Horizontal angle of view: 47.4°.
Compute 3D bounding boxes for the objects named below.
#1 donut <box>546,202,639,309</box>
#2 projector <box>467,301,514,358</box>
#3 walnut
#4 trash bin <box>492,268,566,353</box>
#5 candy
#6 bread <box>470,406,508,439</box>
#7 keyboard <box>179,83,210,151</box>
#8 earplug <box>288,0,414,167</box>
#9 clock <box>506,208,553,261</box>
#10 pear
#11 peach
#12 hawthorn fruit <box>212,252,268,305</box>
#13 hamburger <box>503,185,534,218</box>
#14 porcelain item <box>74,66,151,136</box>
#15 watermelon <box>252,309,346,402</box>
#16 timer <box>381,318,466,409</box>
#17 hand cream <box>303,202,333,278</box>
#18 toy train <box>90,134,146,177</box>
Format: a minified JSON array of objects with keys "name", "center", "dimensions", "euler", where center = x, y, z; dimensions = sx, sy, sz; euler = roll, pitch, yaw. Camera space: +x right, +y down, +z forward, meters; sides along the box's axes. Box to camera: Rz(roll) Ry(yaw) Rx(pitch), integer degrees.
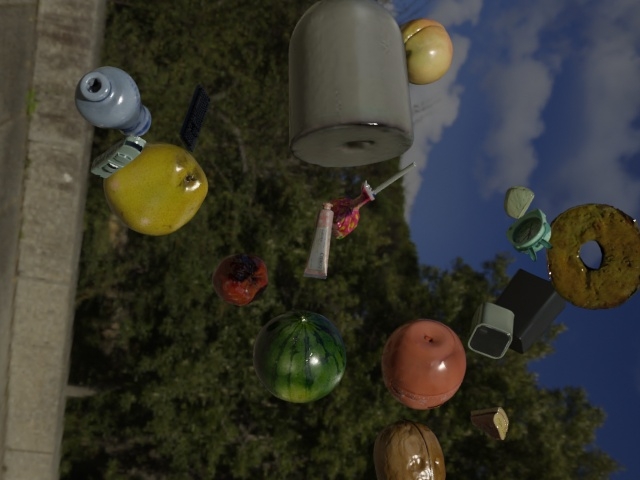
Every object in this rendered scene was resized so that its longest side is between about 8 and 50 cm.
[{"name":"donut","center":[0.701,0.033,1.855],"dimensions":[0.107,0.271,0.272],"euler":[-20,125,-64]},{"name":"projector","center":[0.378,0.199,1.615],"dimensions":[0.082,0.083,0.083],"euler":[-63,172,-54]},{"name":"walnut","center":[0.210,0.526,1.723],"dimensions":[0.167,0.167,0.207],"euler":[131,-48,-71]},{"name":"trash bin","center":[0.629,0.224,2.269],"dimensions":[0.225,0.165,0.115],"euler":[-45,137,-21]},{"name":"candy","center":[0.148,-0.134,2.226],"dimensions":[0.365,0.124,0.124],"euler":[-34,-141,32]},{"name":"bread","center":[0.604,0.637,2.546],"dimensions":[0.067,0.119,0.192],"euler":[-38,180,-22]},{"name":"keyboard","center":[-0.406,-0.398,2.368],"dimensions":[0.094,0.025,0.230],"euler":[61,33,-51]},{"name":"earplug","center":[0.070,-0.417,1.841],"dimensions":[0.312,0.312,0.394],"euler":[136,-47,-73]},{"name":"clock","center":[0.495,-0.010,1.709],"dimensions":[0.101,0.041,0.135],"euler":[-39,-154,21]},{"name":"pear","center":[-0.473,-0.153,2.082],"dimensions":[0.336,0.284,0.285],"euler":[166,-67,-72]},{"name":"peach","center":[0.280,-0.522,2.012],"dimensions":[0.184,0.184,0.184],"euler":[-171,-90,-79]},{"name":"hawthorn fruit","center":[-0.279,0.136,2.470],"dimensions":[0.202,0.185,0.185],"euler":[-23,-124,53]},{"name":"hamburger","center":[0.662,-0.137,2.452],"dimensions":[0.084,0.054,0.121],"euler":[41,-48,22]},{"name":"porcelain item","center":[-0.471,-0.313,1.678],"dimensions":[0.259,0.141,0.141],"euler":[52,45,-79]},{"name":"watermelon","center":[-0.053,0.293,1.854],"dimensions":[0.242,0.242,0.243],"euler":[-171,-90,-79]},{"name":"timer","center":[0.275,0.333,1.965],"dimensions":[0.230,0.229,0.215],"euler":[-95,-170,-52]},{"name":"hand cream","center":[0.000,0.000,2.006],"dimensions":[0.043,0.067,0.210],"euler":[36,62,-68]},{"name":"toy train","center":[-0.441,-0.183,1.587],"dimensions":[0.207,0.043,0.047],"euler":[-19,-125,50]}]
